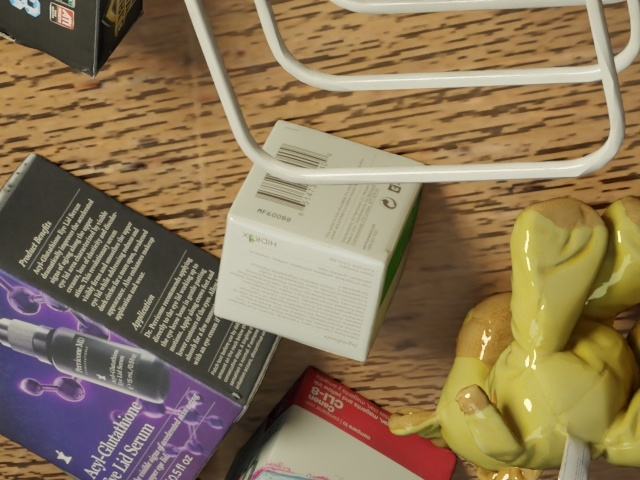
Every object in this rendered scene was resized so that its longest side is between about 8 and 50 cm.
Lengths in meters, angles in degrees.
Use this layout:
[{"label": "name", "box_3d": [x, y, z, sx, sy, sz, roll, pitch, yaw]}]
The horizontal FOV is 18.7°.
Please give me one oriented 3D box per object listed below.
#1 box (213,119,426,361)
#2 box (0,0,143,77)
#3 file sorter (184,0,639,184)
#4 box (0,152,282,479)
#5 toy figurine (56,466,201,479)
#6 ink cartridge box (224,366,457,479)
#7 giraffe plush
[{"label": "box", "box_3d": [0.000, 0.000, 1.177, 0.102, 0.101, 0.087, 18, 133, 6]}, {"label": "box", "box_3d": [-0.227, -0.254, 1.019, 0.293, 0.073, 0.295, 22, 145, 8]}, {"label": "file sorter", "box_3d": [0.063, -0.178, 0.889, 0.193, 0.277, 0.173, -1, 132, 22]}, {"label": "box", "box_3d": [-0.147, 0.067, 1.287, 0.207, 0.108, 0.153, 29, 133, -4]}, {"label": "toy figurine", "box_3d": [-0.196, 0.246, 1.387, 0.148, 0.213, 0.209, 34, 129, 7]}, {"label": "ink cartridge box", "box_3d": [-0.009, 0.206, 1.303, 0.127, 0.176, 0.128, 32, 132, -7]}, {"label": "giraffe plush", "box_3d": [0.138, 0.085, 1.171, 0.181, 0.210, 0.170, 34, 161, -13]}]
